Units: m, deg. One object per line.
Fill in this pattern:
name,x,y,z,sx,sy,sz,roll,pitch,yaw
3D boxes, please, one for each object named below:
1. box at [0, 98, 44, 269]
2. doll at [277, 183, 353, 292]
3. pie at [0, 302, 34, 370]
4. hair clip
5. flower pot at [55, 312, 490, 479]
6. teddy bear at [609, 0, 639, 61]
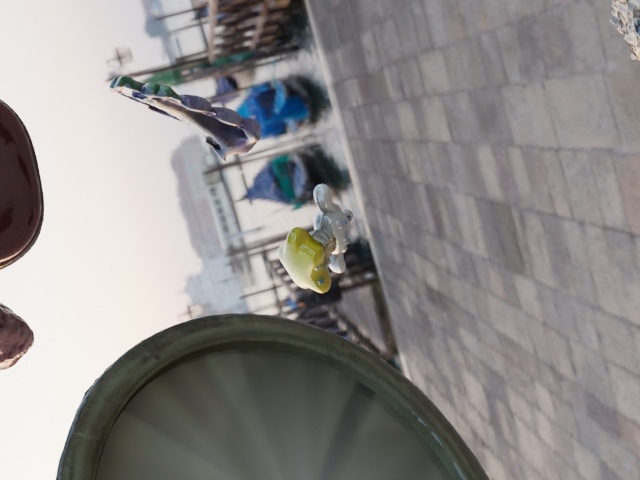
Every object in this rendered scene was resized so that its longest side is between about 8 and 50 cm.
box,-0.566,-0.054,1.225,0.108,0.403,0.263,-8,94,66
doll,0.001,0.005,1.147,0.071,0.113,0.135,22,167,30
pie,-0.344,0.042,0.799,0.218,0.054,0.204,31,168,-12
hair clip,-0.160,-0.142,1.101,0.124,0.195,0.052,3,75,49
flower pot,-0.043,0.171,0.441,0.203,0.212,0.212,-54,44,42
teddy bear,0.214,-0.051,0.394,0.182,0.129,0.251,-55,47,38
